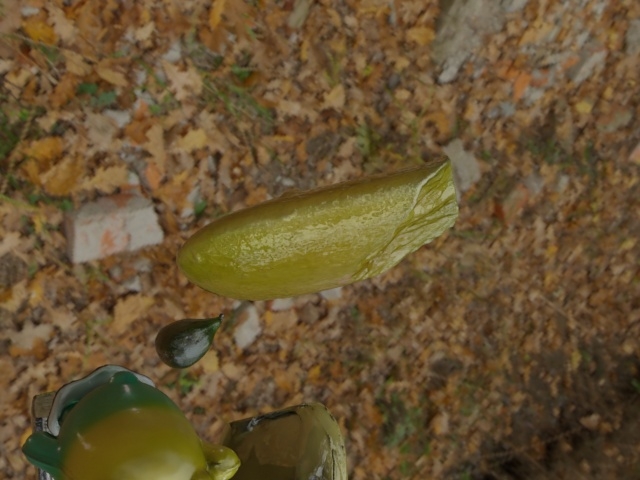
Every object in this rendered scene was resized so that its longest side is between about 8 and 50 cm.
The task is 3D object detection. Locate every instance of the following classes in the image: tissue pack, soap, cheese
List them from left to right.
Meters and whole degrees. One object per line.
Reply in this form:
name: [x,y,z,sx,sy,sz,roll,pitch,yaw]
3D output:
tissue pack: [-0.502,0.418,1.669,0.073,0.173,0.235,-6,96,-18]
cheese: [-0.066,0.452,1.559,0.259,0.316,0.128,-25,143,25]
soap: [0.001,0.003,1.316,0.427,0.115,0.306,-15,164,9]

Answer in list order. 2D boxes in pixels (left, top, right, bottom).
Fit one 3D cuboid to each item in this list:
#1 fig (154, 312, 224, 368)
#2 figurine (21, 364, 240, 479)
fig: [-0.287,0.223,2.022,0.177,0.117,0.117,-23,139,-21]
figurine: [-0.314,0.343,1.451,0.324,0.340,0.231,1,103,-30]
